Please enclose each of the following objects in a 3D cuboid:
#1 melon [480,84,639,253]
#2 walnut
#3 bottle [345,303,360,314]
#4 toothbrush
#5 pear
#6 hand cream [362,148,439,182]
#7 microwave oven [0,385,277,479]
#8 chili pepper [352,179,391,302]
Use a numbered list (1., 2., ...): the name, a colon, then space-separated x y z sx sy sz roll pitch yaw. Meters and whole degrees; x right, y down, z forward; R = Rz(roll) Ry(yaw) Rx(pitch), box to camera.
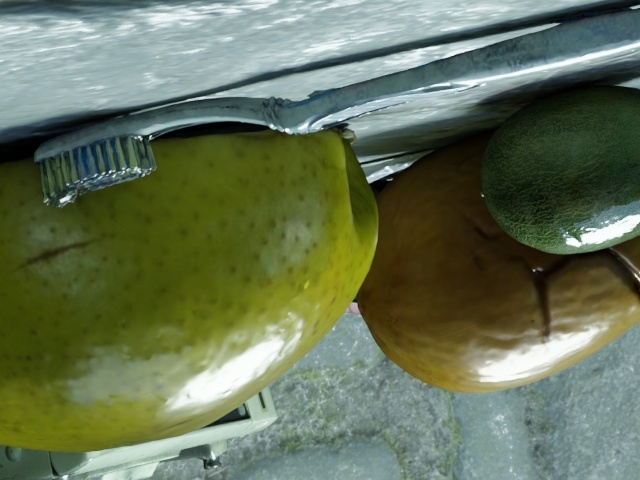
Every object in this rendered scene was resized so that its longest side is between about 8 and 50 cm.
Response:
1. melon: 0.181 -0.048 1.310 0.167 0.114 0.114 -16 173 36
2. walnut: 0.169 0.001 1.458 0.298 0.203 0.203 -27 175 3
3. bottle: 0.119 0.019 2.050 0.253 0.120 0.120 -9 176 8
4. toothbrush: 0.032 -0.083 1.040 0.413 0.042 0.035 -13 175 14
5. pear: -0.151 0.045 1.264 0.386 0.191 0.340 -11 175 9
6. hand cream: 0.059 -0.062 1.539 0.093 0.019 0.030 -18 172 16
7. microwave oven: -0.274 0.145 1.952 0.333 0.247 0.394 -13 175 25
8. chili pepper: 0.003 0.007 1.617 0.148 0.116 0.264 -7 178 43
